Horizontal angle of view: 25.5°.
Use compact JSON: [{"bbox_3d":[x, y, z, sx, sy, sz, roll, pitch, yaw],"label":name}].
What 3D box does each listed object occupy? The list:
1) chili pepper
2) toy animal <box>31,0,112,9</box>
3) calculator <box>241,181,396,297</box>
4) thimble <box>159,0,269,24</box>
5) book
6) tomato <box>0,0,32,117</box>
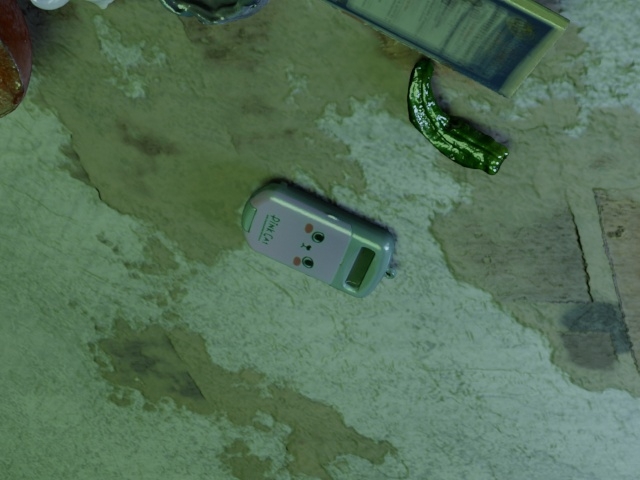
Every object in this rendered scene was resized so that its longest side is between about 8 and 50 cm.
[{"bbox_3d":[0.169,-0.155,1.861,0.182,0.050,0.073,45,141,-15],"label":"chili pepper"},{"bbox_3d":[-0.291,-0.331,1.789,0.103,0.221,0.131,4,131,16],"label":"toy animal"},{"bbox_3d":[0.000,0.000,2.090,0.246,0.045,0.141,25,137,0],"label":"calculator"},{"bbox_3d":[-0.140,-0.383,1.700,0.236,0.172,0.205,44,132,-18],"label":"thimble"},{"bbox_3d":[0.123,-0.289,1.715,0.322,0.018,0.228,27,162,-2],"label":"book"},{"bbox_3d":[-0.537,-0.321,1.968,0.338,0.144,0.338,17,139,15],"label":"tomato"}]
